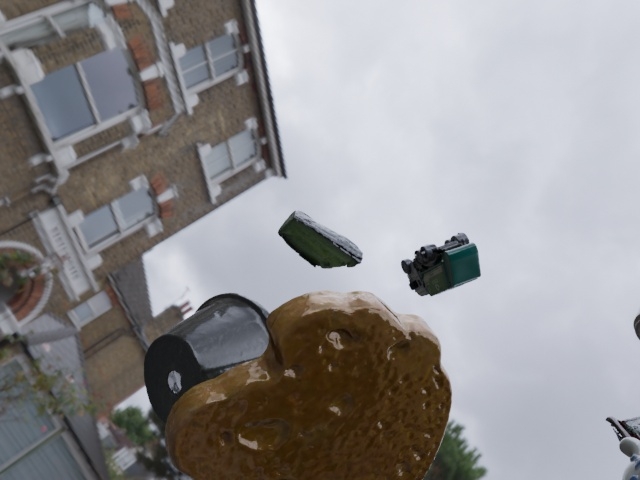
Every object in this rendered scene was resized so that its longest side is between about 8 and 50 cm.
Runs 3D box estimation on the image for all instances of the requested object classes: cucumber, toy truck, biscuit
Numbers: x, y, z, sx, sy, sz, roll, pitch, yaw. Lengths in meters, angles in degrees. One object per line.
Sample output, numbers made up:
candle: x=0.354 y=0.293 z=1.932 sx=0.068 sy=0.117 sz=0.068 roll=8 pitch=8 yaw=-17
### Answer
cucumber: x=0.000 y=0.000 z=1.578 sx=0.193 sy=0.085 sz=0.115 roll=31 pitch=-36 yaw=-16
toy truck: x=0.290 y=0.062 z=1.584 sx=0.253 sy=0.114 sz=0.124 roll=129 pitch=-58 yaw=-69
biscuit: x=0.006 y=0.206 z=0.764 sx=0.351 sy=0.312 sz=0.057 roll=29 pitch=6 yaw=-33
biscuit: x=0.899 y=0.493 z=1.765 sx=0.151 sy=0.235 sz=0.063 roll=-98 pitch=171 yaw=-84

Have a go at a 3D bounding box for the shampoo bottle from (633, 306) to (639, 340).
shampoo bottle: x=0.582 y=0.082 z=1.070 sx=0.092 sy=0.303 sz=0.092 roll=28 pitch=-35 yaw=21

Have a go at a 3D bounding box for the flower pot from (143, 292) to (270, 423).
flower pot: x=-0.198 y=0.233 z=1.155 sx=0.269 sy=0.166 sz=0.268 roll=4 pitch=-83 yaw=35

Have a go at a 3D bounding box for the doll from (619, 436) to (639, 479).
doll: x=0.713 y=0.463 z=1.313 sx=0.160 sy=0.242 sz=0.311 roll=41 pitch=9 yaw=1
